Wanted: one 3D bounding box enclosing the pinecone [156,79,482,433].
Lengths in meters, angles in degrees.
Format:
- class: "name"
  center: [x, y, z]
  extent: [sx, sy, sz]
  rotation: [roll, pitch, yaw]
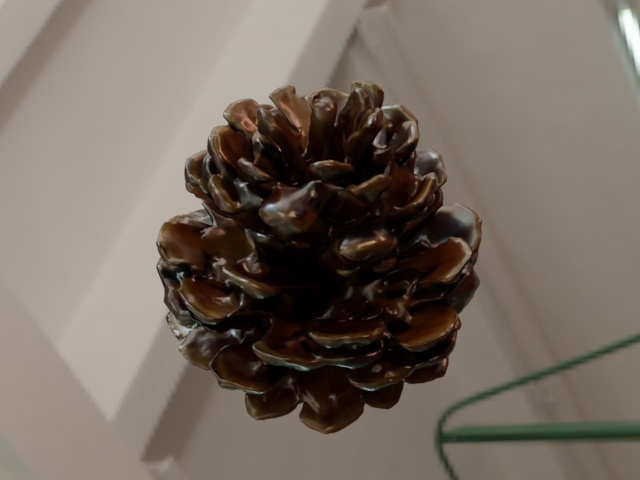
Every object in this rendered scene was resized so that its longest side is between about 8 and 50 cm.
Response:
- class: "pinecone"
  center: [0.000, 0.000, 0.713]
  extent: [0.173, 0.174, 0.173]
  rotation: [17, -110, -57]
